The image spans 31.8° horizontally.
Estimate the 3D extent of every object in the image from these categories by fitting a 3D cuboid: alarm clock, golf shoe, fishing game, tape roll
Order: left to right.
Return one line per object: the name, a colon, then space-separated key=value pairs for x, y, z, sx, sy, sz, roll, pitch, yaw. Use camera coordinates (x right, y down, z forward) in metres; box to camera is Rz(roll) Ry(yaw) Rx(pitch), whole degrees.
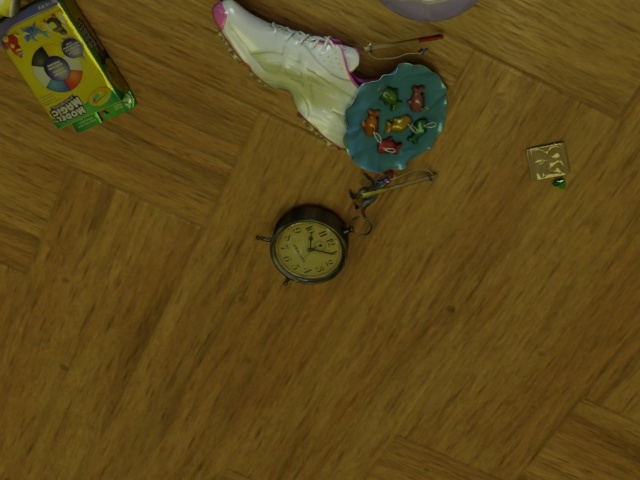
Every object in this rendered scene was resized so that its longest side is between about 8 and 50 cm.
golf shoe: x=-0.027 y=-0.276 z=1.705 sx=0.140 sy=0.115 sz=0.306 roll=-42 pitch=117 yaw=18
alarm clock: x=0.000 y=0.000 z=1.889 sx=0.192 sy=0.064 sz=0.129 roll=-19 pitch=117 yaw=20
fishing game: x=0.119 y=-0.183 z=1.724 sx=0.189 sy=0.041 sz=0.264 roll=-12 pitch=126 yaw=-23
tape roll: x=0.156 y=-0.414 z=1.603 sx=0.189 sy=0.080 sz=0.189 roll=3 pitch=121 yaw=5

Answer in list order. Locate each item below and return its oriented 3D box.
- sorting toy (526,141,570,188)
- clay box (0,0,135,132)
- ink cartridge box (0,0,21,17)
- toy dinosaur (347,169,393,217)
sorting toy: x=0.367 y=-0.115 z=1.800 sx=0.062 sy=0.012 sz=0.083 roll=-13 pitch=116 yaw=9
clay box: x=-0.401 y=-0.273 z=1.778 sx=0.127 sy=0.053 sz=0.222 roll=-21 pitch=116 yaw=20
ink cartridge box: x=-0.565 y=-0.507 z=1.613 sx=0.307 sy=0.072 sz=0.303 roll=12 pitch=116 yaw=-10
toy dinosaur: x=0.087 y=-0.085 z=1.852 sx=0.082 sy=0.047 sz=0.090 roll=-25 pitch=149 yaw=11
